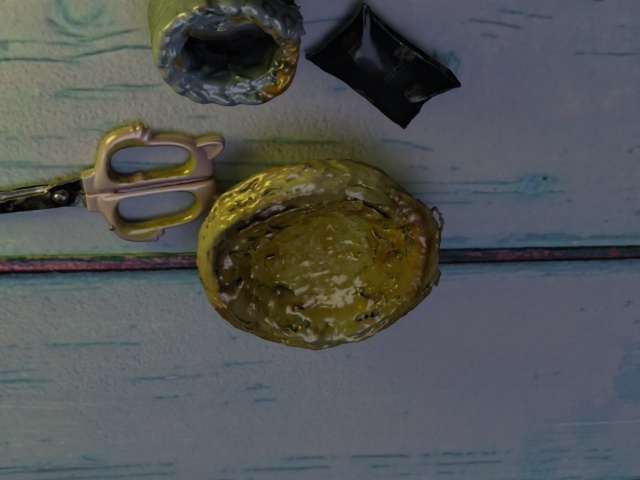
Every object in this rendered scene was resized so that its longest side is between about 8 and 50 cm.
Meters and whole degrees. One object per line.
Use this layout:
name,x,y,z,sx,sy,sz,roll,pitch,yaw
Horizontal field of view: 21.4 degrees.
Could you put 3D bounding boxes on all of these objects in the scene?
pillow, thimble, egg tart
pillow,0.069,-0.185,1.813,0.150,0.048,0.090,33,106,-27
thimble,-0.097,-0.213,1.711,0.151,0.118,0.127,11,124,-19
egg tart,0.000,0.000,1.907,0.290,0.107,0.291,-6,132,-7

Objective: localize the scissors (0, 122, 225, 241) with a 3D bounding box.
scissors,-0.258,-0.052,1.858,0.317,0.024,0.160,-8,128,-6
